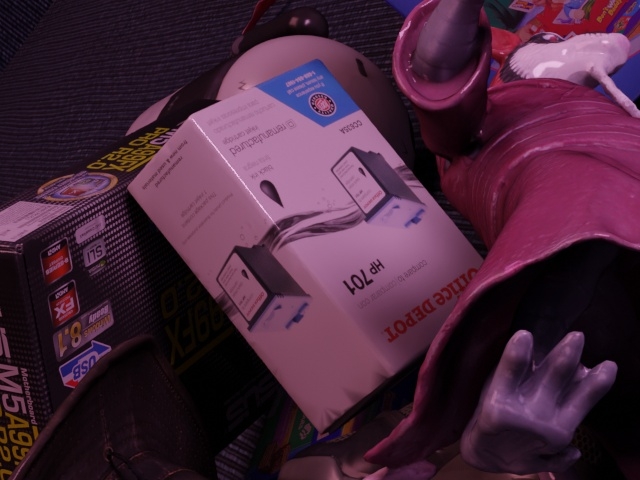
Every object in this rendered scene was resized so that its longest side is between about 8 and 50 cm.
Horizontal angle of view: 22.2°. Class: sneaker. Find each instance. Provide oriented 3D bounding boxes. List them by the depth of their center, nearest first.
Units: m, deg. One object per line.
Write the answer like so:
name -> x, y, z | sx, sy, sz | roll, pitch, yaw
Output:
sneaker -> 0.076, 0.104, 0.883 | 0.227, 0.087, 0.130 | -19, 37, 49

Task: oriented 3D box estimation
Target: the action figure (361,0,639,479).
action figure -> 0.134, -0.001, 0.787 | 0.275, 0.248, 0.370 | -61, 19, 17

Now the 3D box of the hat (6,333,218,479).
hat -> -0.072, 0.208, 0.904 | 0.134, 0.331, 0.331 | 5, 48, 16

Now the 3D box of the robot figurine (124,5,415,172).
robot figurine -> -0.047, -0.053, 1.260 | 0.174, 0.209, 0.278 | -30, 5, -37

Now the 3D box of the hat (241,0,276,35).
hat -> -0.010, -0.322, 1.801 | 0.209, 0.183, 0.173 | -8, 36, -2

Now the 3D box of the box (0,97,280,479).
box -> -0.114, 0.050, 1.047 | 0.060, 0.216, 0.270 | 6, 24, 30

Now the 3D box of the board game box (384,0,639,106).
board game box -> 0.185, -0.250, 0.979 | 0.347, 0.233, 0.078 | -46, 23, 14

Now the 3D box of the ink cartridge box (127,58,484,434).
ink cartridge box -> 0.000, 0.000, 0.985 | 0.140, 0.190, 0.082 | -32, -11, -50

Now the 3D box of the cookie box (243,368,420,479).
cookie box -> 0.006, 0.122, 1.048 | 0.107, 0.040, 0.092 | -29, 30, 43
